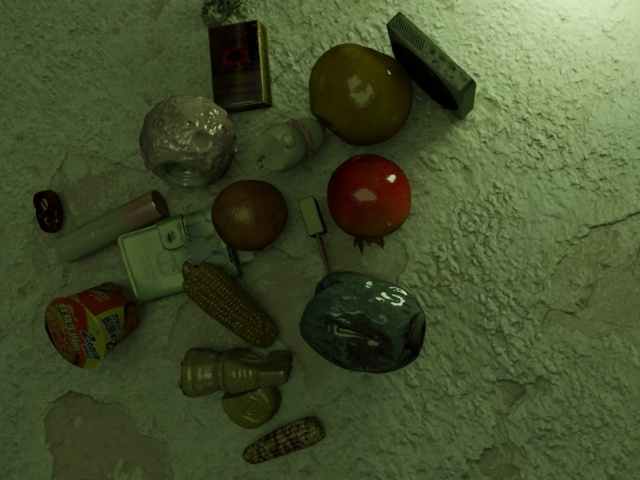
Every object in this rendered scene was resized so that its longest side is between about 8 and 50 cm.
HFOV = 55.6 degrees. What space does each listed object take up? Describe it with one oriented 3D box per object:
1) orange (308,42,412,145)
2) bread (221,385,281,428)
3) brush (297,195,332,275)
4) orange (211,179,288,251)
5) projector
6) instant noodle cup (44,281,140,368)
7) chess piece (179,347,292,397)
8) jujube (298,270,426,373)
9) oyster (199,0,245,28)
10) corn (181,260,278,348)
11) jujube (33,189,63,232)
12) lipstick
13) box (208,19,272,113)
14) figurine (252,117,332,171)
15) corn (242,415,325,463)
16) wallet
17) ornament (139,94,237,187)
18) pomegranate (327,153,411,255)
[{"bbox_3d":[0.097,-0.365,1.538,0.279,0.279,0.235,27,92,11],"label":"orange"},{"bbox_3d":[-0.185,0.446,1.642,0.156,0.086,0.125,-17,90,12],"label":"bread"},{"bbox_3d":[0.000,0.000,1.625,0.047,0.103,0.234,-19,84,5],"label":"brush"},{"bbox_3d":[-0.187,-0.068,1.619,0.205,0.206,0.206,-1,86,11],"label":"orange"},{"bbox_3d":[0.273,-0.423,1.515,0.079,0.259,0.257,-45,80,6],"label":"projector"},{"bbox_3d":[-0.615,0.218,1.668,0.213,0.174,0.213,9,113,23],"label":"instant noodle cup"},{"bbox_3d":[-0.215,0.346,1.616,0.300,0.137,0.138,-6,85,17],"label":"chess piece"},{"bbox_3d":[0.115,0.206,1.528,0.307,0.215,0.247,25,113,4],"label":"jujube"},{"bbox_3d":[-0.268,-0.667,1.741,0.165,0.053,0.108,-34,53,15],"label":"oyster"},{"bbox_3d":[-0.247,0.169,1.628,0.119,0.119,0.322,-45,103,5],"label":"corn"},{"bbox_3d":[-0.806,-0.086,1.801,0.077,0.077,0.129,-10,90,10],"label":"jujube"},{"bbox_3d":[-0.600,-0.039,1.750,0.326,0.087,0.087,-25,82,8],"label":"lipstick"},{"bbox_3d":[-0.227,-0.487,1.715,0.159,0.071,0.240,-5,86,13],"label":"box"},{"bbox_3d":[-0.058,-0.268,1.637,0.127,0.235,0.155,52,136,6],"label":"figurine"},{"bbox_3d":[-0.098,0.540,1.626,0.237,0.079,0.080,-28,82,11],"label":"corn"},{"bbox_3d":[-0.395,0.042,1.711,0.309,0.077,0.224,-17,87,8],"label":"wallet"},{"bbox_3d":[-0.351,-0.272,1.634,0.259,0.259,0.225,1,67,11],"label":"ornament"},{"bbox_3d":[0.125,-0.092,1.557,0.220,0.221,0.257,5,114,11],"label":"pomegranate"}]
